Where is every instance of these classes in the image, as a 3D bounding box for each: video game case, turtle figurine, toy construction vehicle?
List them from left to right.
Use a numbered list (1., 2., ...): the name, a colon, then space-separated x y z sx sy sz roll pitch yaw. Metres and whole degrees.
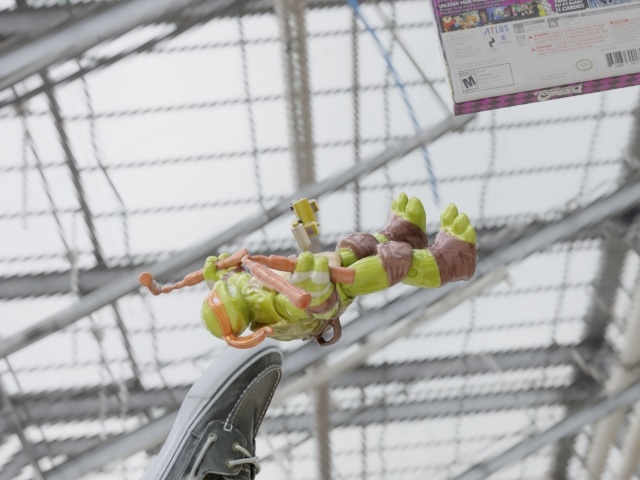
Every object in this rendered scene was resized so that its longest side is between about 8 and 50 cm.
1. toy construction vehicle: 0.000 0.000 1.497 0.035 0.086 0.098 -23 8 6
2. turtle figurine: 0.003 0.032 1.117 0.217 0.087 0.269 -18 5 -24
3. video game case: 0.234 -0.249 1.653 0.232 0.210 0.042 -10 -21 -2

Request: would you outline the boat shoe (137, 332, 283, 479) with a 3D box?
1. boat shoe: -0.129 0.277 1.939 0.335 0.119 0.121 -58 -31 -6
